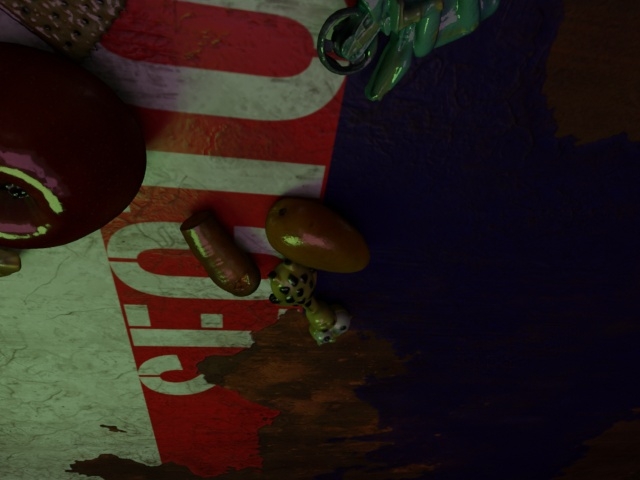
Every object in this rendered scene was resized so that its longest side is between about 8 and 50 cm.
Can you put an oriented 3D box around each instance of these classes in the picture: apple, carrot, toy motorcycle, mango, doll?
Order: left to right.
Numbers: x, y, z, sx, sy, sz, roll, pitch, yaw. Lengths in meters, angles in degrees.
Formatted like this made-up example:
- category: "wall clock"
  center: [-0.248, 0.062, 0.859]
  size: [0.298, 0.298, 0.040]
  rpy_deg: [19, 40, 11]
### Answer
- category: "apple"
  center: [-0.370, -0.111, 0.531]
  size: [0.261, 0.216, 0.260]
  rpy_deg: [-6, 133, -6]
- category: "carrot"
  center: [-0.189, 0.032, 0.768]
  size: [0.087, 0.087, 0.193]
  rpy_deg: [-25, 127, 15]
- category: "doll"
  center: [-0.019, 0.141, 0.880]
  size: [0.117, 0.086, 0.291]
  rpy_deg: [-36, 129, -2]
- category: "mango"
  center: [0.000, 0.005, 0.751]
  size: [0.217, 0.102, 0.141]
  rpy_deg: [26, 130, -23]
- category: "toy motorcycle"
  center: [0.128, -0.313, 0.495]
  size: [0.199, 0.109, 0.296]
  rpy_deg: [23, 124, -37]

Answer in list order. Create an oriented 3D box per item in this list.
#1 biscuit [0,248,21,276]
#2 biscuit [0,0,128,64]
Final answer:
- category: "biscuit"
  center: [-0.688, 0.032, 0.673]
  size: [0.309, 0.040, 0.205]
  rpy_deg: [8, 162, -37]
- category: "biscuit"
  center: [-0.286, -0.331, 0.477]
  size: [0.232, 0.016, 0.139]
  rpy_deg: [-37, 125, 23]
